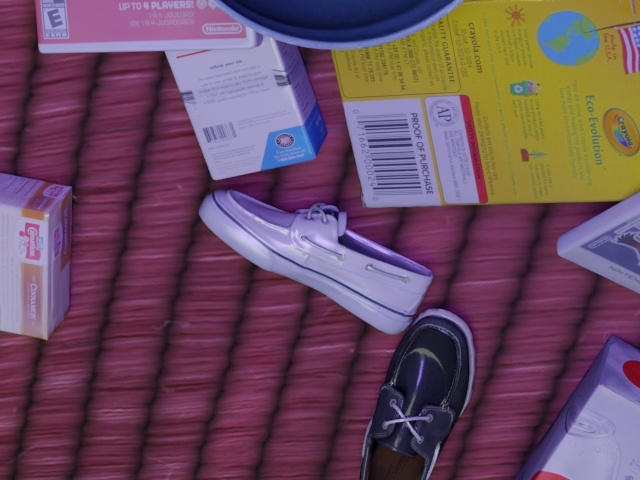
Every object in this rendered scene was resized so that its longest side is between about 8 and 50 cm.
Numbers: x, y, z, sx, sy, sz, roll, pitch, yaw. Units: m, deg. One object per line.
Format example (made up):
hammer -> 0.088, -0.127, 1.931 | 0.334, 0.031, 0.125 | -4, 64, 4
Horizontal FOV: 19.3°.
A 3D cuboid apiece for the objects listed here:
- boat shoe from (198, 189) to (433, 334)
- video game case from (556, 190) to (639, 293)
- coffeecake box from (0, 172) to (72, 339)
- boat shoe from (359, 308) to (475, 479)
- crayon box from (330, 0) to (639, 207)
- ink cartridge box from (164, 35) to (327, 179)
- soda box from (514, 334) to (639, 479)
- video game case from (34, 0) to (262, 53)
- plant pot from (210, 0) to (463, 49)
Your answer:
boat shoe -> 0.000, 0.000, 1.742 | 0.226, 0.083, 0.076 | 29, 110, -14
video game case -> 0.334, 0.004, 1.594 | 0.183, 0.023, 0.201 | 24, 146, -25
coffeecake box -> -0.341, 0.006, 1.836 | 0.185, 0.068, 0.142 | 11, 119, 10
boat shoe -> 0.090, 0.173, 1.800 | 0.084, 0.079, 0.233 | 21, 119, 6
crayon box -> 0.177, -0.131, 1.591 | 0.318, 0.081, 0.202 | 0, 122, 21
ink cartridge box -> -0.072, -0.154, 1.680 | 0.104, 0.060, 0.180 | -10, 114, 19
soda box -> 0.240, 0.233, 1.777 | 0.091, 0.098, 0.286 | 28, 122, 0
video game case -> -0.156, -0.304, 1.603 | 0.204, 0.025, 0.285 | 0, 102, 17
plant pot -> -0.002, -0.310, 1.471 | 0.293, 0.196, 0.293 | -3, 106, -11
